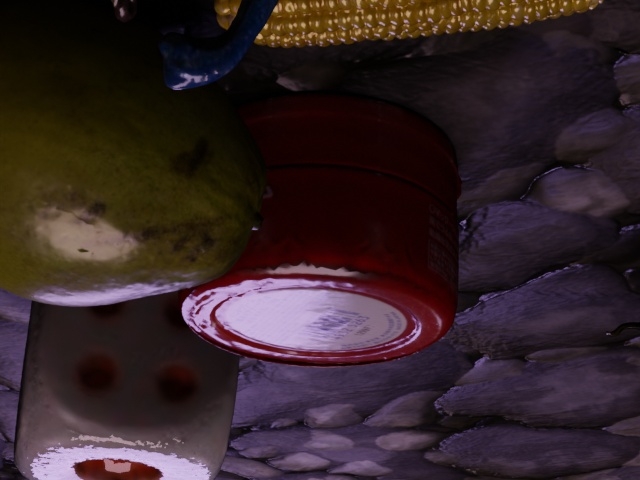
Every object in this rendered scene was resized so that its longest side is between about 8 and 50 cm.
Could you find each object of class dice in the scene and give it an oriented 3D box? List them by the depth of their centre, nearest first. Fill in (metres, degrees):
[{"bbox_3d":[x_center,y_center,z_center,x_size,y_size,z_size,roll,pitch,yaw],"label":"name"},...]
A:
[{"bbox_3d":[-0.181,0.129,1.465,0.193,0.191,0.194,6,155,-10],"label":"dice"}]

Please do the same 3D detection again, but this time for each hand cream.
[{"bbox_3d":[0.000,0.000,1.235,0.230,0.149,0.230,0,156,0],"label":"hand cream"}]

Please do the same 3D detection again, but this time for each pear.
[{"bbox_3d":[-0.165,-0.057,1.059,0.269,0.212,0.212,16,154,4],"label":"pear"}]

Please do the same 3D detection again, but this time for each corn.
[{"bbox_3d":[0.053,-0.167,0.946,0.244,0.093,0.093,-4,153,11],"label":"corn"}]

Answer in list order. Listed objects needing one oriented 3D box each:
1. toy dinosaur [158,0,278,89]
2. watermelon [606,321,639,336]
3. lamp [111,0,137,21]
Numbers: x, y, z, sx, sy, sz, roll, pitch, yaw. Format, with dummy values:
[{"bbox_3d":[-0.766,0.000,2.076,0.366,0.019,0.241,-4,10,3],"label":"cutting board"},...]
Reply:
[{"bbox_3d":[0.039,-0.172,0.833,0.248,0.188,0.075,-1,161,4],"label":"toy dinosaur"},{"bbox_3d":[0.356,0.002,1.226,0.204,0.127,0.232,7,152,-10],"label":"watermelon"},{"bbox_3d":[-0.165,-0.212,0.851,0.118,0.118,0.253,-1,157,7],"label":"lamp"}]
